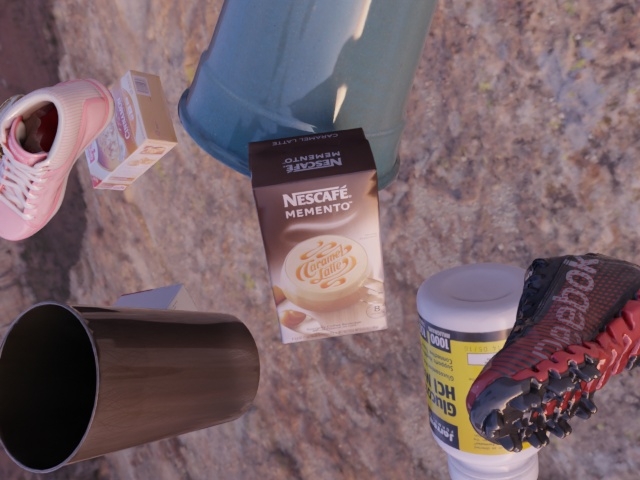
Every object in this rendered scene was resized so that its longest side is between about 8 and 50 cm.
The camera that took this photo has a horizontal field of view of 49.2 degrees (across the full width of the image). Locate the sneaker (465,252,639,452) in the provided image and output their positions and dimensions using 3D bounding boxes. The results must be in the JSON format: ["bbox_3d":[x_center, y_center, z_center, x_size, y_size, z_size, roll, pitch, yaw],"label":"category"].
[{"bbox_3d":[0.213,0.085,0.633,0.135,0.276,0.097,42,141,35],"label":"sneaker"}]

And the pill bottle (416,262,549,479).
[{"bbox_3d":[0.255,0.218,1.073,0.188,0.188,0.333,21,125,55],"label":"pill bottle"}]

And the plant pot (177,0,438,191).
[{"bbox_3d":[0.004,-0.291,0.953,0.341,0.341,0.334,46,131,35],"label":"plant pot"}]

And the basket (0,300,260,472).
[{"bbox_3d":[-0.186,0.141,0.731,0.204,0.227,0.154,-25,71,38],"label":"basket"}]

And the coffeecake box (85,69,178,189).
[{"bbox_3d":[-0.354,-0.196,1.272,0.186,0.068,0.142,-31,70,37],"label":"coffeecake box"}]

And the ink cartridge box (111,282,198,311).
[{"bbox_3d":[-0.250,0.180,1.091,0.128,0.127,0.176,-12,117,22],"label":"ink cartridge box"}]

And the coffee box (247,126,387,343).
[{"bbox_3d":[0.000,0.000,0.848,0.098,0.141,0.246,-100,1,-51],"label":"coffee box"}]

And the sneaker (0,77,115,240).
[{"bbox_3d":[-0.193,-0.050,0.459,0.051,0.070,0.134,40,108,-3],"label":"sneaker"}]

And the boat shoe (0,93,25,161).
[{"bbox_3d":[-0.478,-0.162,1.049,0.050,0.135,0.045,42,176,-42],"label":"boat shoe"}]
